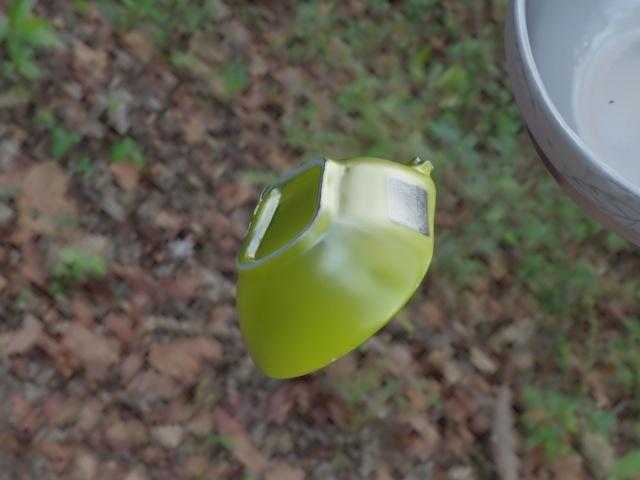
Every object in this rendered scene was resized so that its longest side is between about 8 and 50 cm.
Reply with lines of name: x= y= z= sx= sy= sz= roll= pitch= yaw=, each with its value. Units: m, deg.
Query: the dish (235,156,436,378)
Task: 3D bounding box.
dish: x=0.000 y=0.000 z=1.841 sx=0.108 sy=0.221 sz=0.262 roll=45 pitch=37 yaw=-24

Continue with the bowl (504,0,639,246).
bowl: x=0.250 y=-0.105 z=1.206 sx=0.287 sy=0.144 sz=0.287 roll=2 pitch=66 yaw=-5
